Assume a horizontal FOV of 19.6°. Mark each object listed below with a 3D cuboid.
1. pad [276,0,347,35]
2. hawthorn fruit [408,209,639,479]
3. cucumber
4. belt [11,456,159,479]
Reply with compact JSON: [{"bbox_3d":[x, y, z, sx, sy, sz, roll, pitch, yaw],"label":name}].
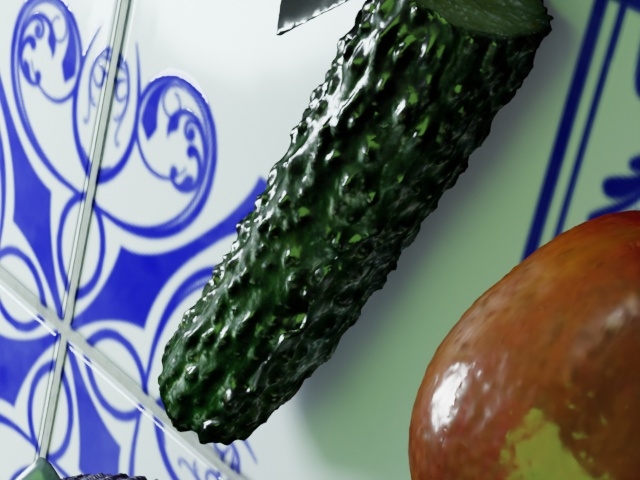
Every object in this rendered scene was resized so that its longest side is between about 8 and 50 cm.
[{"bbox_3d":[0.103,-0.256,0.849,0.367,0.007,0.248,-21,56,49],"label":"pad"},{"bbox_3d":[0.150,0.069,0.796,0.196,0.196,0.225,40,99,39],"label":"hawthorn fruit"},{"bbox_3d":[0.000,0.000,1.003,0.096,0.096,0.359,55,132,30],"label":"cucumber"},{"bbox_3d":[-0.158,0.290,1.113,0.325,0.122,0.260,-45,83,12],"label":"belt"}]
